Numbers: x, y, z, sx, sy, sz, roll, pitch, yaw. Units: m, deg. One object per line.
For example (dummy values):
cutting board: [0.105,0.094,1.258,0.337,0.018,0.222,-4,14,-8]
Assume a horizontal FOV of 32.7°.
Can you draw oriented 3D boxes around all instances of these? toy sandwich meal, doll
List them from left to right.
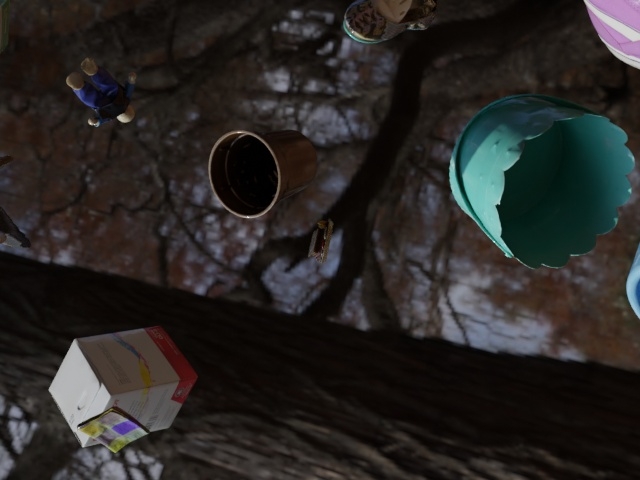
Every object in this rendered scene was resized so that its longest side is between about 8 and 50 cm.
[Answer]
doll: [-0.398,-0.273,2.051,0.129,0.046,0.189,-46,-26,-3]
toy sandwich meal: [0.000,0.000,1.789,0.085,0.029,0.086,-169,90,-88]

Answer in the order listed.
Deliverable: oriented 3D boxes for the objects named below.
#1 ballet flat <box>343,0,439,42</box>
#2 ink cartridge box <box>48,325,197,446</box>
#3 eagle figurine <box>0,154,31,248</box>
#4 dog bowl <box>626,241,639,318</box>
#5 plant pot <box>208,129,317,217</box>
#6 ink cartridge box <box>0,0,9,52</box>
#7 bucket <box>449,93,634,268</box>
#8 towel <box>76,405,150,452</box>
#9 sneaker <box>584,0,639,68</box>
ballet flat: [0.058,-0.179,0.831,0.114,0.041,0.041,-26,-53,-54]
ink cartridge box: [-0.319,0.232,1.757,0.176,0.127,0.128,-5,-45,-47]
eagle figurine: [-0.595,-0.055,1.810,0.225,0.226,0.298,-50,0,-36]
dog bowl: [0.409,0.053,0.979,0.074,0.297,0.166,-49,-56,-24]
plant pot: [-0.099,-0.142,2.094,0.165,0.167,0.167,-24,-56,-54]
ink cartridge box: [-0.588,-0.322,1.693,0.212,0.154,0.093,-85,8,-59]
bucket: [0.364,-0.110,1.843,0.281,0.183,0.281,-11,-64,-23]
towel: [-0.257,0.235,1.355,0.083,0.060,0.009,50,-165,-48]
sneaker: [0.323,-0.206,0.957,0.102,0.282,0.161,-47,-51,-7]
